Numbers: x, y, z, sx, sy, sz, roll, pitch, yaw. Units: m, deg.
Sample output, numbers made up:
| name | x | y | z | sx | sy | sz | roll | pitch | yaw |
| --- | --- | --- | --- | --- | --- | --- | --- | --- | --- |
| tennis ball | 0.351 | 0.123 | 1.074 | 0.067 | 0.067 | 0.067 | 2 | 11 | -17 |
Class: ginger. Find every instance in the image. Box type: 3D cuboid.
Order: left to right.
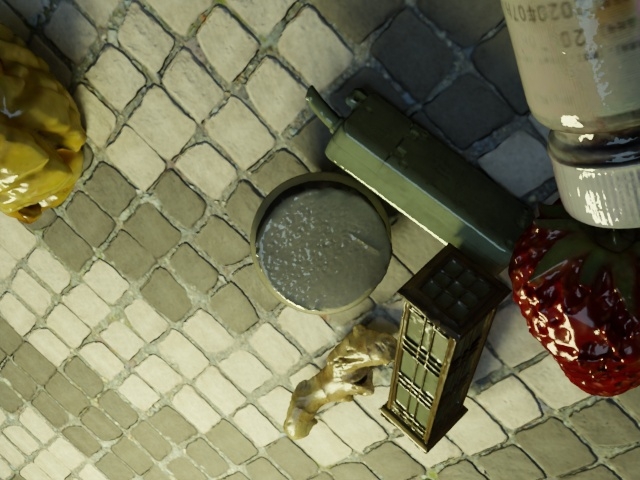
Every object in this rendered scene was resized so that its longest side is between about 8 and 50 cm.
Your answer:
| name | x | y | z | sx | sy | sz | roll | pitch | yaw |
| --- | --- | --- | --- | --- | --- | --- | --- | --- | --- |
| ginger | 0.021 | 0.208 | 1.204 | 0.089 | 0.075 | 0.288 | 34 | 128 | -2 |

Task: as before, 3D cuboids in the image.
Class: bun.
| name | x | y | z | sx | sy | sz | roll | pitch | yaw |
| --- | --- | --- | --- | --- | --- | --- | --- | --- | --- |
| bun | 0.000 | 0.000 | 1.027 | 0.173 | 0.120 | 0.172 | 0 | 102 | -2 |

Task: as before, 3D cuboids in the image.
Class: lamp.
| name | x | y | z | sx | sy | sz | roll | pitch | yaw |
| --- | --- | --- | --- | --- | --- | --- | --- | --- | --- |
| lamp | 0.135 | 0.140 | 0.999 | 0.090 | 0.089 | 0.325 | 39 | 153 | 24 |

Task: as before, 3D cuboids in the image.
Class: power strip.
| name | x | y | z | sx | sy | sz | roll | pitch | yaw |
| --- | --- | --- | --- | --- | --- | --- | --- | --- | --- |
| power strip | 0.101 | -0.078 | 0.934 | 0.288 | 0.093 | 0.053 | 37 | 135 | 2 |

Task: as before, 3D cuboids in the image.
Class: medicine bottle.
| name | x | y | z | sx | sy | sz | roll | pitch | yaw |
| --- | --- | --- | --- | --- | --- | --- | --- | --- | --- |
| medicine bottle | 0.256 | -0.163 | 0.740 | 0.165 | 0.165 | 0.273 | -7 | 118 | 33 |

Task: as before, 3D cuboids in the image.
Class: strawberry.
| name | x | y | z | sx | sy | sz | roll | pitch | yaw |
| --- | --- | --- | --- | --- | --- | --- | --- | --- | --- |
| strawberry | 0.301 | 0.071 | 0.869 | 0.205 | 0.205 | 0.244 | 7 | 136 | 26 |

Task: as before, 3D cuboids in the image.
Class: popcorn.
| name | x | y | z | sx | sy | sz | roll | pitch | yaw |
| --- | --- | --- | --- | --- | --- | --- | --- | --- | --- |
| popcorn | -0.427 | -0.147 | 1.117 | 0.265 | 0.225 | 0.332 | 18 | 152 | 32 |
